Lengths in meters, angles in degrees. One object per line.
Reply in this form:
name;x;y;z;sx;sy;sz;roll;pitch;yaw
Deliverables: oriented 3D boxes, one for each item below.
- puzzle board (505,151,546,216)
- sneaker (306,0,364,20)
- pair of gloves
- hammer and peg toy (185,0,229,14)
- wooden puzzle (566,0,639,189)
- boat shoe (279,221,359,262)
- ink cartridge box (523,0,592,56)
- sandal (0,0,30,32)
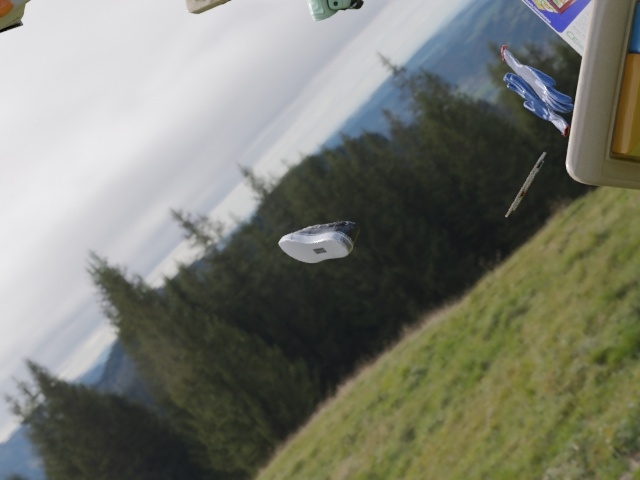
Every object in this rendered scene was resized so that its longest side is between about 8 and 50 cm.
puzzle board;0.411;-0.110;1.966;0.128;0.011;0.096;-64;-11;25
sneaker;-0.026;-0.439;1.607;0.256;0.151;0.094;-2;5;-34
pair of gloves;0.371;-0.254;1.687;0.023;0.159;0.198;-43;-21;1
hammer and peg toy;-0.129;-0.569;1.765;0.361;0.266;0.127;-9;-4;41
wooden puzzle;0.365;-0.162;1.060;0.238;0.221;0.044;2;9;-40
boat shoe;0.000;0.000;1.330;0.142;0.049;0.040;-3;44;51
ink cartridge box;0.418;-0.374;1.429;0.072;0.303;0.307;-44;-3;-16
sandal;-0.376;-0.301;1.184;0.265;0.102;0.076;-24;-8;6
